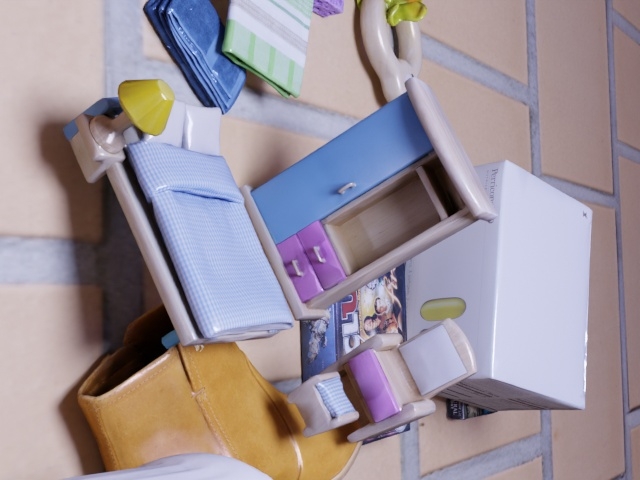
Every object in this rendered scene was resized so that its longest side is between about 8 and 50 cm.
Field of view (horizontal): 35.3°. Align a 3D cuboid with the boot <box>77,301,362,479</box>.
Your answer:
[{"bbox_3d":[-0.065,0.128,0.843,0.295,0.104,0.211,-39,120,-49],"label":"boot"}]

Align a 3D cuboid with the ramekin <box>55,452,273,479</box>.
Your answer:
[{"bbox_3d":[-0.119,0.266,0.588,0.135,0.277,0.277,14,75,-49],"label":"ramekin"}]

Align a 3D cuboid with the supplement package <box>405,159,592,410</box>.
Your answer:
[{"bbox_3d":[0.219,0.064,1.240,0.204,0.145,0.262,22,67,-42],"label":"supplement package"}]

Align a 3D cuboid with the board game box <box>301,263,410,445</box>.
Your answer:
[{"bbox_3d":[0.039,0.092,1.075,0.165,0.042,0.243,1,86,-59],"label":"board game box"}]

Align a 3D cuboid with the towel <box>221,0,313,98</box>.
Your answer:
[{"bbox_3d":[-0.048,-0.221,0.932,0.113,0.023,0.152,27,66,-50],"label":"towel"}]

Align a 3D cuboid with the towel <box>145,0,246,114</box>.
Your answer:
[{"bbox_3d":[-0.103,-0.175,0.881,0.119,0.029,0.067,57,41,-39],"label":"towel"}]

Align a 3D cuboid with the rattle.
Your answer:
[{"bbox_3d":[0.129,-0.214,1.171,0.130,0.142,0.200,-23,101,-77],"label":"rattle"}]

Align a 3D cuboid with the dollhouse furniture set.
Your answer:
[{"bbox_3d":[0.000,0.000,0.770,0.303,0.198,0.286,8,54,-63],"label":"dollhouse furniture set"}]

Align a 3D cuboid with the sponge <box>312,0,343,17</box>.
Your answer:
[{"bbox_3d":[-0.014,-0.352,1.045,0.117,0.031,0.210,11,78,-57],"label":"sponge"}]

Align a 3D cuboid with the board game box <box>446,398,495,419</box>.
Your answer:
[{"bbox_3d":[0.206,0.144,1.361,0.126,0.026,0.186,6,82,-59],"label":"board game box"}]
